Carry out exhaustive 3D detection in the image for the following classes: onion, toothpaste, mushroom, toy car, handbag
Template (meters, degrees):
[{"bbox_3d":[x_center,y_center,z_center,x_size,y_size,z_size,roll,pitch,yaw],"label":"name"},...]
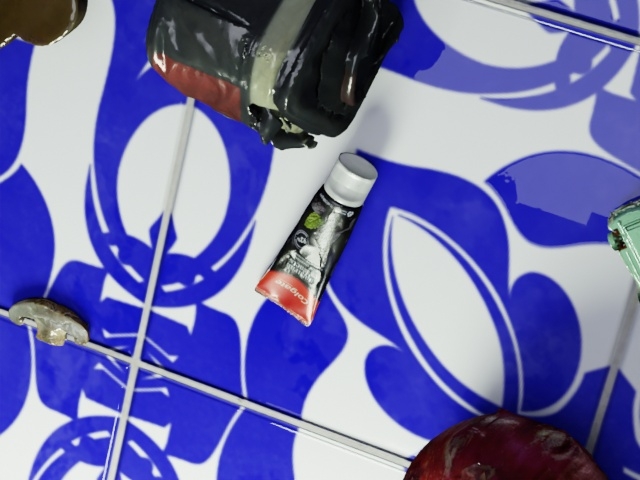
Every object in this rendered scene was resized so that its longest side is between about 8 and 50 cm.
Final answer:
[{"bbox_3d":[0.180,0.291,1.797,0.246,0.190,0.246,16,117,34],"label":"onion"},{"bbox_3d":[0.000,0.000,1.869,0.071,0.045,0.193,35,119,9],"label":"toothpaste"},{"bbox_3d":[-0.300,0.090,2.017,0.101,0.019,0.049,16,110,17],"label":"mushroom"},{"bbox_3d":[0.323,0.020,1.754,0.059,0.035,0.122,-24,103,24],"label":"toy car"},{"bbox_3d":[-0.038,-0.184,1.716,0.181,0.254,0.181,25,93,15],"label":"handbag"}]

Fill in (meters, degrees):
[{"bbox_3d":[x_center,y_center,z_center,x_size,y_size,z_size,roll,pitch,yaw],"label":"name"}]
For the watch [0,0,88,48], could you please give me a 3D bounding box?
[{"bbox_3d":[-0.456,-0.263,1.813,0.335,0.327,0.314,-36,89,25],"label":"watch"}]
